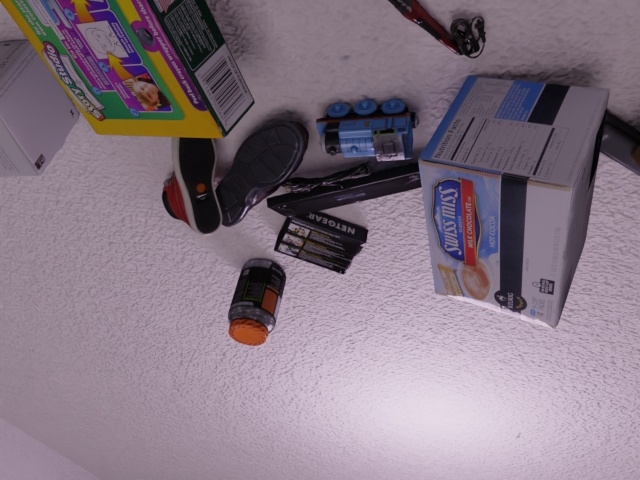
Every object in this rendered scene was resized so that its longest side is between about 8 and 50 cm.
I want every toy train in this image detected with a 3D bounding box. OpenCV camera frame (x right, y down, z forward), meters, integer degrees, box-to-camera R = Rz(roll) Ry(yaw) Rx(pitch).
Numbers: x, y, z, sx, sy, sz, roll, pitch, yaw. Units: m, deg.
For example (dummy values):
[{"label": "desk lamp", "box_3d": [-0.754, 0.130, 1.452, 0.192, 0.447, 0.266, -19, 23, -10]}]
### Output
[{"label": "toy train", "box_3d": [0.079, -0.192, 1.057, 0.184, 0.105, 0.080, -1, 138, 14]}]

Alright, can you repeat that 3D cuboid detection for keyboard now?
[{"label": "keyboard", "box_3d": [0.047, -0.104, 1.145, 0.318, 0.033, 0.201, -13, 168, 15]}]

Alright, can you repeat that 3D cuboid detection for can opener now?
[{"label": "can opener", "box_3d": [0.566, -0.118, 1.050, 0.284, 0.075, 0.095, 25, 138, -14]}]

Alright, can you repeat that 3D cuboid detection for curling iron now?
[{"label": "curling iron", "box_3d": [0.141, -0.361, 0.898, 0.274, 0.035, 0.068, 28, 133, -19]}]

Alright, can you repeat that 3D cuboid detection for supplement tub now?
[{"label": "supplement tub", "box_3d": [-0.155, 0.149, 1.449, 0.117, 0.190, 0.117, 7, 140, 6]}]

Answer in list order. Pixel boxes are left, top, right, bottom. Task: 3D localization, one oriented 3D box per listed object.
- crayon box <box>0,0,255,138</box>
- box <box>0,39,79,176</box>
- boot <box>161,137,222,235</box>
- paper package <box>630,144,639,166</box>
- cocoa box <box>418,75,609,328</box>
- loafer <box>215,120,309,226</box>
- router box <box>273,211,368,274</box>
[{"label": "crayon box", "box_3d": [-0.313, -0.327, 0.904, 0.313, 0.106, 0.362, 9, 142, 33]}, {"label": "box", "box_3d": [-0.564, -0.239, 1.098, 0.119, 0.180, 0.181, 0, 138, 13]}, {"label": "boot", "box_3d": [-0.283, -0.144, 1.222, 0.176, 0.089, 0.244, 25, 125, 48]}, {"label": "paper package", "box_3d": [0.698, -0.147, 0.867, 0.310, 0.168, 0.324, 23, 126, -13]}, {"label": "cocoa box", "box_3d": [0.322, -0.063, 1.015, 0.228, 0.231, 0.347, 15, 144, 27]}, {"label": "loafer", "box_3d": [-0.116, -0.140, 1.198, 0.109, 0.095, 0.302, 51, 129, 2]}, {"label": "router box", "box_3d": [0.000, 0.000, 1.348, 0.179, 0.046, 0.133, 20, 139, -10]}]
